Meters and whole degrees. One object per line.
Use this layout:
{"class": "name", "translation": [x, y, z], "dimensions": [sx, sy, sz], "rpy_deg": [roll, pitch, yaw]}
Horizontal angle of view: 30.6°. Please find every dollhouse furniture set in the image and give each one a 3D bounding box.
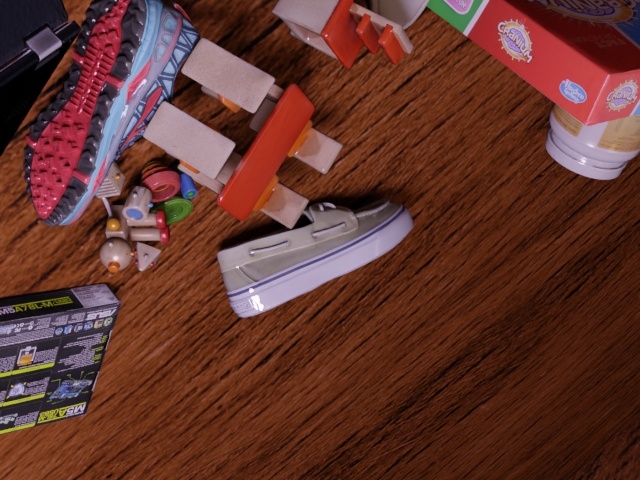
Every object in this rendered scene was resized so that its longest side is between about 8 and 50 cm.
{"class": "dollhouse furniture set", "translation": [-0.030, -0.139, 1.250], "dimensions": [0.259, 0.135, 0.262], "rpy_deg": [-58, 161, -1]}

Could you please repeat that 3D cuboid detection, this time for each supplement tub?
{"class": "supplement tub", "translation": [0.420, -0.204, 1.699], "dimensions": [0.144, 0.144, 0.200], "rpy_deg": [-13, 135, -38]}

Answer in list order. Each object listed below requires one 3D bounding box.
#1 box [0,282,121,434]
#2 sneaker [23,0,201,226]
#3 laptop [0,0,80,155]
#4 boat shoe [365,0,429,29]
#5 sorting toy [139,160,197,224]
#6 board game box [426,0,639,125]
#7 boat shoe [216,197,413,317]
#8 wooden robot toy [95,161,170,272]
{"class": "box", "translation": [-0.340, 0.144, 1.360], "dimensions": [0.190, 0.045, 0.184], "rpy_deg": [-9, 135, -42]}
{"class": "sneaker", "translation": [-0.199, -0.120, 1.177], "dimensions": [0.125, 0.104, 0.262], "rpy_deg": [5, 122, -51]}
{"class": "laptop", "translation": [-0.400, -0.129, 0.893], "dimensions": [0.408, 0.236, 0.382], "rpy_deg": [-42, -176, 46]}
{"class": "boat shoe", "translation": [0.077, -0.343, 1.253], "dimensions": [0.095, 0.079, 0.254], "rpy_deg": [-25, 139, -23]}
{"class": "sorting toy", "translation": [-0.175, -0.061, 1.329], "dimensions": [0.061, 0.042, 0.102], "rpy_deg": [-21, 154, -7]}
{"class": "board game box", "translation": [0.280, -0.256, 1.346], "dimensions": [0.242, 0.316, 0.064], "rpy_deg": [-15, 136, -38]}
{"class": "boat shoe", "translation": [0.000, 0.000, 1.516], "dimensions": [0.302, 0.109, 0.094], "rpy_deg": [-28, 101, -36]}
{"class": "wooden robot toy", "translation": [-0.212, -0.003, 1.284], "dimensions": [0.076, 0.079, 0.173], "rpy_deg": [3, 140, 8]}
